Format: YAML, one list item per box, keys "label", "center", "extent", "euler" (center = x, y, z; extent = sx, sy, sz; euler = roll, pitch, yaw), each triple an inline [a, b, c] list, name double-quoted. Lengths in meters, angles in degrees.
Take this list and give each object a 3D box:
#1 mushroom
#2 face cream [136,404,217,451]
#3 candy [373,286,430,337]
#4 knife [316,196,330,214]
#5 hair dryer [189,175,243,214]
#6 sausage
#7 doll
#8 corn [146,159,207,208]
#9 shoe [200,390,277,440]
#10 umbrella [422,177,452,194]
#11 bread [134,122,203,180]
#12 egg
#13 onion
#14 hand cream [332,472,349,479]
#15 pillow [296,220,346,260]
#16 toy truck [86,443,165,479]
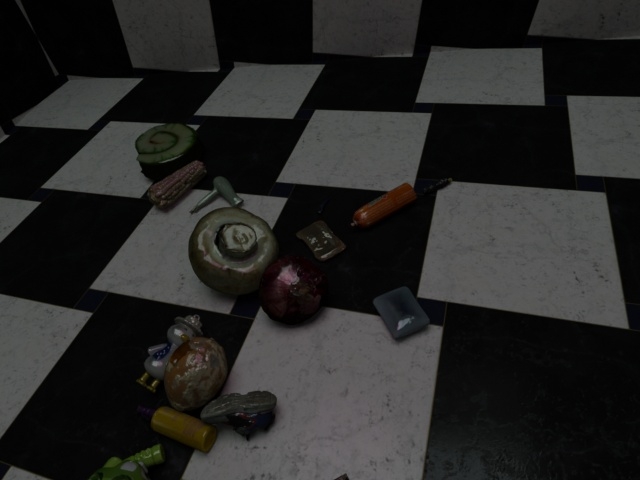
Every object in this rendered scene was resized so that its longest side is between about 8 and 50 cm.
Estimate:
- label: "mushroom"
  center: [-0.325, 0.035, 1.694]
  extent: [0.353, 0.260, 0.352]
  euler: [5, 64, -10]
- label: "face cream"
  center: [-0.448, 0.558, 1.367]
  extent: [0.274, 0.078, 0.078]
  euler: [11, 50, 21]
- label: "candy"
  center: [0.273, 0.243, 1.530]
  extent: [0.138, 0.071, 0.174]
  euler: [-21, 45, -8]
- label: "knife"
  center: [0.014, -0.158, 2.004]
  extent: [0.031, 0.018, 0.121]
  euler: [10, 48, 29]
- label: "hair dryer"
  center: [-0.504, -0.181, 2.111]
  extent: [0.237, 0.075, 0.206]
  euler: [-34, 56, -11]
- label: "sausage"
  center: [0.255, -0.137, 1.884]
  extent: [0.312, 0.093, 0.093]
  euler: [-29, 48, -16]
- label: "doll"
  center: [-0.502, 0.373, 1.532]
  extent: [0.138, 0.119, 0.293]
  euler: [41, 55, -11]
- label: "corn"
  center: [-0.693, -0.277, 2.196]
  extent: [0.127, 0.126, 0.335]
  euler: [23, 49, 29]
- label: "shoe"
  center: [-0.238, 0.530, 1.344]
  extent: [0.228, 0.125, 0.099]
  euler: [-7, 13, -4]
- label: "umbrella"
  center: [0.513, -0.242, 1.971]
  extent: [0.144, 0.040, 0.037]
  euler: [-24, 38, -14]
- label: "bread"
  center: [-0.819, -0.472, 2.395]
  extent: [0.366, 0.129, 0.382]
  euler: [18, 53, 22]
- label: "egg"
  center: [-0.394, 0.417, 1.412]
  extent: [0.195, 0.195, 0.233]
  euler: [22, 75, 28]
- label: "onion"
  center: [-0.097, 0.174, 1.599]
  extent: [0.252, 0.219, 0.252]
  euler: [1, 83, -6]
- label: "hand cream"
  center: [0.079, 0.695, 1.165]
  extent: [0.062, 0.039, 0.163]
  euler: [-26, 41, -11]
- label: "pillow"
  center: [0.003, -0.001, 1.845]
  extent: [0.135, 0.034, 0.211]
  euler: [-29, 50, -18]
- label: "toy truck"
  center: [-0.545, 0.670, 1.247]
  extent: [0.187, 0.148, 0.210]
  euler: [-13, 25, 4]
